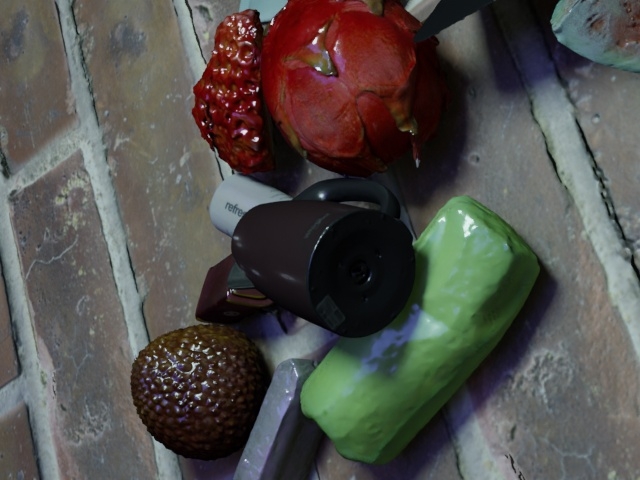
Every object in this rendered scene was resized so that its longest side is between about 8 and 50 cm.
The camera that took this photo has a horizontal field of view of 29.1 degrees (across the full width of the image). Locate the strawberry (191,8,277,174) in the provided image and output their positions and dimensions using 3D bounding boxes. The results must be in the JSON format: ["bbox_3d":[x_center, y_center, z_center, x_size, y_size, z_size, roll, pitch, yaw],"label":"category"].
[{"bbox_3d":[-0.122,-0.201,1.643,0.111,0.237,0.190,-3,46,3],"label":"strawberry"}]

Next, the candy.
[{"bbox_3d":[0.115,0.113,1.457,0.344,0.132,0.142,-54,37,19],"label":"candy"}]

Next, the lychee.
[{"bbox_3d":[-0.159,0.203,1.642,0.194,0.194,0.195,-8,77,39],"label":"lychee"}]

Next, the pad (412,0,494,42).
[{"bbox_3d":[0.272,-0.305,1.347,0.375,0.315,0.063,-25,111,43],"label":"pad"}]

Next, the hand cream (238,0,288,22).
[{"bbox_3d":[-0.008,-0.358,1.699,0.320,0.067,0.109,6,87,45],"label":"hand cream"}]

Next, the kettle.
[{"bbox_3d":[0.000,0.000,1.445,0.202,0.144,0.232,-49,31,-15],"label":"kettle"}]

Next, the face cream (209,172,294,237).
[{"bbox_3d":[-0.017,0.005,1.614,0.311,0.092,0.092,30,101,38],"label":"face cream"}]

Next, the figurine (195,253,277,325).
[{"bbox_3d":[-0.105,0.075,1.677,0.154,0.098,0.082,-35,38,59],"label":"figurine"}]

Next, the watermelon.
[{"bbox_3d":[0.370,-0.287,1.273,0.305,0.180,0.224,-45,55,4],"label":"watermelon"}]

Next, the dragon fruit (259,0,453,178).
[{"bbox_3d":[0.037,-0.201,1.517,0.241,0.241,0.252,1,102,40],"label":"dragon fruit"}]

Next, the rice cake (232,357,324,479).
[{"bbox_3d":[-0.058,0.293,1.583,0.050,0.106,0.298,27,99,39],"label":"rice cake"}]
